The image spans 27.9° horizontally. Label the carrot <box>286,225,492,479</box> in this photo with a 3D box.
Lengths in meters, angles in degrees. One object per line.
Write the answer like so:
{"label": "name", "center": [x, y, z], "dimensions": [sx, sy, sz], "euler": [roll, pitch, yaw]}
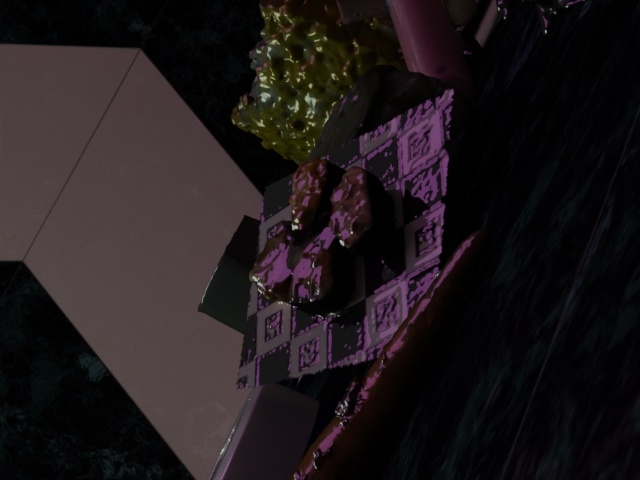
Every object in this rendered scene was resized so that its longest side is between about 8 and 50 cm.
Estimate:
{"label": "carrot", "center": [0.035, 0.097, 0.773], "dimensions": [0.254, 0.049, 0.049], "euler": [-59, 3, 16]}

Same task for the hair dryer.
{"label": "hair dryer", "center": [0.125, -0.245, 1.344], "dimensions": [0.125, 0.210, 0.352], "euler": [72, -175, -46]}

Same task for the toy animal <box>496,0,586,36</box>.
{"label": "toy animal", "center": [0.176, -0.219, 0.690], "dimensions": [0.233, 0.084, 0.148], "euler": [-55, 24, 38]}

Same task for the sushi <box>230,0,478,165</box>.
{"label": "sushi", "center": [0.058, -0.278, 1.777], "dimensions": [0.396, 0.240, 0.351], "euler": [-56, -3, -38]}

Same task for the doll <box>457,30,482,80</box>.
{"label": "doll", "center": [0.125, -0.178, 1.402], "dimensions": [0.139, 0.057, 0.165], "euler": [-43, 18, -19]}

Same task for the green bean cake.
{"label": "green bean cake", "center": [0.039, -0.024, 1.084], "dimensions": [0.222, 0.125, 0.227], "euler": [-66, 7, -23]}

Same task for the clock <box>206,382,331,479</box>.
{"label": "clock", "center": [-0.071, 0.243, 1.190], "dimensions": [0.230, 0.083, 0.230], "euler": [-62, 2, 4]}

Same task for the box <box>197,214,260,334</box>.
{"label": "box", "center": [-0.060, 0.059, 1.860], "dimensions": [0.274, 0.178, 0.138], "euler": [-73, 9, -74]}

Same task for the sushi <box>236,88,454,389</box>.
{"label": "sushi", "center": [0.000, 0.000, 0.912], "dimensions": [0.210, 0.040, 0.193], "euler": [-22, 52, 45]}
